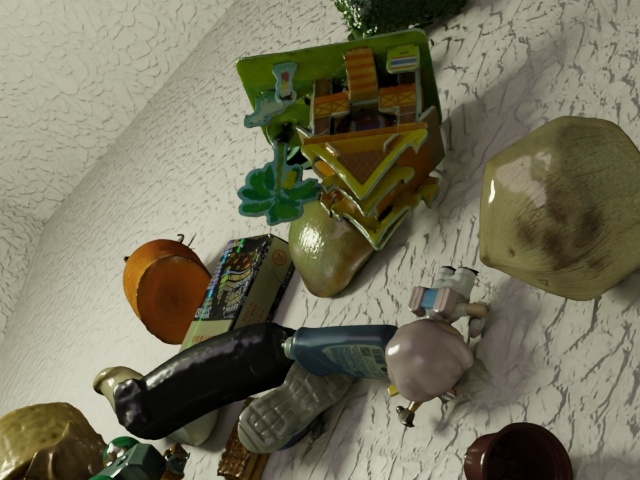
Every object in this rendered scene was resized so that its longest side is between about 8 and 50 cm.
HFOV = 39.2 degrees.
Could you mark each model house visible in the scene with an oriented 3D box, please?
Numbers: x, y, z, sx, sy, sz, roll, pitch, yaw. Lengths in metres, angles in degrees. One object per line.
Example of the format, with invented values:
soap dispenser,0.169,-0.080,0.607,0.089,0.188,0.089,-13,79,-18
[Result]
model house,0.019,-0.148,1.481,0.358,0.242,0.312,-5,50,12

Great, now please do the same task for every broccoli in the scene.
broccoli,0.141,-0.492,1.788,0.283,0.321,0.303,97,162,-49

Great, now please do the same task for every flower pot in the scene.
flower pot,0.208,0.257,1.001,0.111,0.111,0.089,-67,12,-17

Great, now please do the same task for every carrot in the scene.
carrot,-0.355,0.091,2.068,0.331,0.193,0.214,-149,54,-69

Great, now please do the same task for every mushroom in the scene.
mushroom,-0.344,0.323,1.831,0.126,0.177,0.397,-52,18,-26

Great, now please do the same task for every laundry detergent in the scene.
laundry detergent,0.031,0.164,1.341,0.206,0.096,0.061,-3,51,32

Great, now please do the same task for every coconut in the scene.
coconut,0.286,-0.032,1.060,0.224,0.224,0.224,-42,30,31

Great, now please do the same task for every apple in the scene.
apple,0.000,0.000,1.638,0.193,0.120,0.265,-62,21,15

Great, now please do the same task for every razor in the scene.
razor,-0.185,0.236,1.531,0.327,0.189,0.107,-26,68,14

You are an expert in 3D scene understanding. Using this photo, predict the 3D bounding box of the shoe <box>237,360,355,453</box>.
shoe,-0.025,0.264,1.434,0.227,0.125,0.099,-39,60,-13

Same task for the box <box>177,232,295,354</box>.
box,-0.174,0.143,1.820,0.198,0.084,0.310,-10,53,58

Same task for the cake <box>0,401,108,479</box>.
cake,-0.526,0.530,1.778,0.321,0.332,0.332,39,98,34

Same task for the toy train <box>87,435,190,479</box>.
toy train,-0.360,0.519,1.563,0.429,0.249,0.178,-38,9,11

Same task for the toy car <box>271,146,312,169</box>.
toy car,0.030,-0.230,1.825,0.306,0.136,0.125,-41,52,34

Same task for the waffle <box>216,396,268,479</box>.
waffle,-0.120,0.344,1.546,0.102,0.042,0.148,-13,50,58

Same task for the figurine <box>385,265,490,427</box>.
figurine,0.152,0.135,1.211,0.137,0.112,0.229,6,64,38
